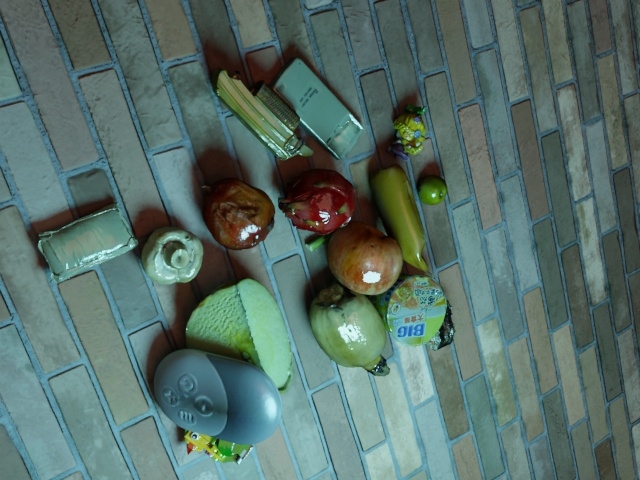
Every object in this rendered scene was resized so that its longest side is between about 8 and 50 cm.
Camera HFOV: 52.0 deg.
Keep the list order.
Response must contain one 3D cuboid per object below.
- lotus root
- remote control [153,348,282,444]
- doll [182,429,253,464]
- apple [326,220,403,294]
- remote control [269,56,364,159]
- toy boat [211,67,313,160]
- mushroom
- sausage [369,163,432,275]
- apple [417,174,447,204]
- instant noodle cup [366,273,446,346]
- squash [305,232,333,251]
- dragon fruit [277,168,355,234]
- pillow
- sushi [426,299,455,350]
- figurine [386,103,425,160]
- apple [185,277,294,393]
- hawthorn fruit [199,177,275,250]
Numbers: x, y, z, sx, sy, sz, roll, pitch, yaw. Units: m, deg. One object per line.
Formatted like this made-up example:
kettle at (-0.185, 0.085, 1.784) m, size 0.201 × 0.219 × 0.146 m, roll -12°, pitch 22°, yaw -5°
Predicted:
lotus root at (0.091, 0.259, 1.774) m, size 0.183 × 0.183 × 0.310 m, roll -40°, pitch 117°, yaw -17°
remote control at (-0.249, 0.374, 1.570) m, size 0.332 × 0.103 × 0.221 m, roll 10°, pitch 111°, yaw 14°
doll at (-0.255, 0.494, 1.671) m, size 0.186 × 0.106 × 0.134 m, roll 11°, pitch 77°, yaw -12°
apple at (0.117, 0.043, 1.740) m, size 0.209 × 0.209 × 0.164 m, roll 12°, pitch 110°, yaw -29°
remote control at (-0.006, -0.338, 1.713) m, size 0.285 × 0.038 × 0.123 m, roll 40°, pitch 80°, yaw -29°
toy boat at (-0.137, -0.314, 1.612) m, size 0.115 × 0.089 × 0.310 m, roll -47°, pitch 116°, yaw -3°
mushroom at (-0.349, 0.036, 1.545) m, size 0.148 × 0.112 × 0.148 m, roll -5°, pitch 98°, yaw -36°
sausage at (0.226, -0.049, 1.796) m, size 0.112 × 0.112 × 0.328 m, roll -20°, pitch 90°, yaw -24°
apple at (0.325, -0.144, 1.895) m, size 0.090 × 0.074 × 0.089 m, roll -23°, pitch 126°, yaw -36°
instant noodle cup at (0.235, 0.180, 1.854) m, size 0.205 × 0.153 × 0.204 m, roll -5°, pitch 101°, yaw -25°
squash at (0.000, 0.000, 1.771) m, size 0.083 × 0.027 × 0.027 m, roll -33°, pitch 111°, yaw -21°
dragon fruit at (0.000, -0.099, 1.677) m, size 0.210 × 0.172 × 0.172 m, roll -18°, pitch 106°, yaw -33°
pillow at (-0.527, 0.004, 1.478) m, size 0.208 × 0.053 × 0.119 m, roll -26°, pitch 105°, yaw -22°
sushi at (0.346, 0.249, 1.959) m, size 0.078 × 0.090 × 0.150 m, roll -11°, pitch 102°, yaw -30°
figurine at (0.257, -0.302, 1.812) m, size 0.095 × 0.115 × 0.156 m, roll 31°, pitch 81°, yaw -38°
apple at (-0.193, 0.246, 1.621) m, size 0.254 × 0.179 × 0.346 m, roll -26°, pitch 111°, yaw -24°
hawthorn fruit at (-0.196, -0.066, 1.585) m, size 0.174 × 0.173 × 0.179 m, roll -20°, pitch 108°, yaw -24°
